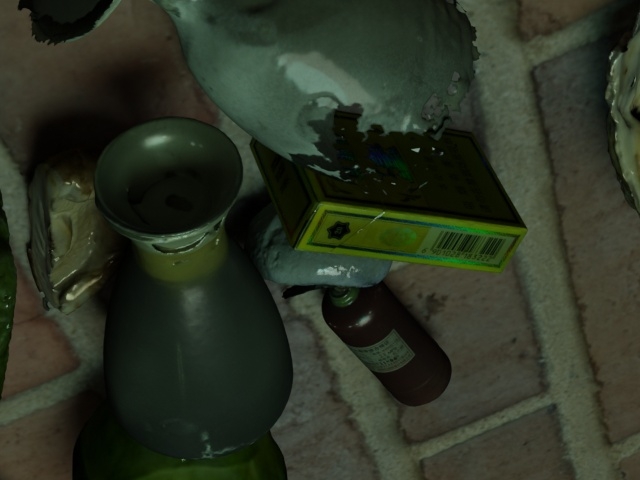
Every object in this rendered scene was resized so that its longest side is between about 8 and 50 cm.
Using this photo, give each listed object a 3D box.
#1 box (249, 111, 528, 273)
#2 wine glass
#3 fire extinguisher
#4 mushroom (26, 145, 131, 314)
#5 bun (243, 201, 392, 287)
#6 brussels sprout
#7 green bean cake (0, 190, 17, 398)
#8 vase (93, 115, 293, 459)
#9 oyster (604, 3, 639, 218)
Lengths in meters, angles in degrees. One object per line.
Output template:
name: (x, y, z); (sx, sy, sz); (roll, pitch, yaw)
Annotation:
box: (0.060, -0.046, 1.587); (0.220, 0.141, 0.064); (8, 130, -31)
wine glass: (-0.044, -0.172, 1.389); (0.357, 0.190, 0.190); (25, 119, -34)
fire extinguisher: (0.041, 0.086, 1.772); (0.099, 0.071, 0.231); (-11, 144, 28)
mushroom: (-0.207, -0.019, 1.545); (0.094, 0.072, 0.210); (-15, 149, -16)
bun: (0.000, 0.000, 1.630); (0.140, 0.141, 0.083); (4, 92, -27)
brussels sprout: (-0.143, 0.254, 1.751); (0.210, 0.219, 0.271); (-20, 159, -18)
green bean cake: (-0.340, 0.041, 1.418); (0.156, 0.247, 0.250); (-3, 133, -21)
vase: (-0.113, 0.039, 1.518); (0.173, 0.173, 0.321); (-15, 145, -10)
oyster: (0.349, -0.123, 1.673); (0.275, 0.100, 0.271); (25, 117, -25)
